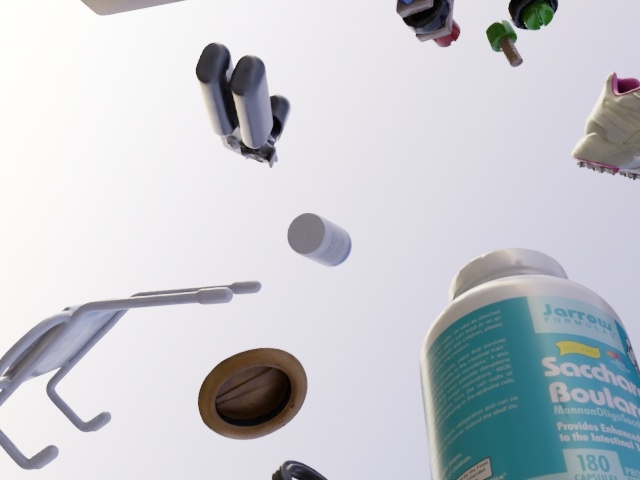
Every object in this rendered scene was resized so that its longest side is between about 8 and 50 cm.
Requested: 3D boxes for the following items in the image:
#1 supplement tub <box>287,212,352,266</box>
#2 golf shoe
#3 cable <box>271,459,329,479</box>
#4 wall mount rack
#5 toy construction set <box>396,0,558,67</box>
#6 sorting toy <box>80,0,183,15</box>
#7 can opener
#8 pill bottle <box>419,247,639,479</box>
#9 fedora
[{"bbox_3d":[0.000,0.000,1.554,0.071,0.107,0.071,-6,-105,23],"label":"supplement tub"},{"bbox_3d":[0.428,-0.131,1.147,0.306,0.115,0.140,20,-82,54],"label":"golf shoe"},{"bbox_3d":[0.060,0.375,1.273,0.072,0.287,0.139,-53,-149,34],"label":"cable"},{"bbox_3d":[-0.233,0.120,1.160,0.304,0.130,0.350,-45,177,4],"label":"wall mount rack"},{"bbox_3d":[0.136,-0.380,1.085,0.257,0.309,0.237,-53,-135,42],"label":"toy construction set"},{"bbox_3d":[-0.229,-0.395,1.197,0.257,0.255,0.089,-5,-109,20],"label":"sorting toy"},{"bbox_3d":[-0.080,-0.158,1.092,0.283,0.076,0.095,90,21,-75],"label":"can opener"},{"bbox_3d":[0.140,0.122,0.628,0.264,0.146,0.146,-91,-157,-50],"label":"pill bottle"},{"bbox_3d":[-0.122,0.252,1.688,0.079,0.194,0.194,-129,-128,-62],"label":"fedora"}]
